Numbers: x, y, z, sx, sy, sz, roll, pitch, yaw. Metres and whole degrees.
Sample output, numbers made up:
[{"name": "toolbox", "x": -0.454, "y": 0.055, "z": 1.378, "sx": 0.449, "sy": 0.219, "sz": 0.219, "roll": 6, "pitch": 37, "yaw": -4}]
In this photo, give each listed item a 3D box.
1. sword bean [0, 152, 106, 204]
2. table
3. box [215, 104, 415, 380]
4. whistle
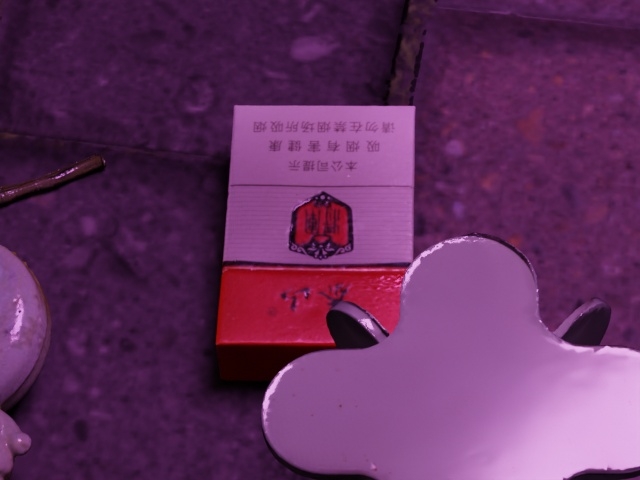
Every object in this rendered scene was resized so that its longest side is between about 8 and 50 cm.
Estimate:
[{"name": "sword bean", "x": -0.158, "y": -0.031, "z": 1.077, "sx": 0.083, "sy": 0.012, "sz": 0.012, "roll": -19, "pitch": 57, "yaw": -11}, {"name": "table", "x": 0.064, "y": 0.121, "z": 0.851, "sx": 0.166, "sy": 0.198, "sz": 0.166, "roll": -2, "pitch": 56, "yaw": 2}, {"name": "box", "x": 0.000, "y": 0.000, "z": 1.027, "sx": 0.100, "sy": 0.048, "sz": 0.152, "roll": -1, "pitch": 54, "yaw": 5}, {"name": "whistle", "x": -0.177, "y": 0.089, "z": 0.978, "sx": 0.104, "sy": 0.057, "sz": 0.198, "roll": -16, "pitch": 63, "yaw": 5}]
